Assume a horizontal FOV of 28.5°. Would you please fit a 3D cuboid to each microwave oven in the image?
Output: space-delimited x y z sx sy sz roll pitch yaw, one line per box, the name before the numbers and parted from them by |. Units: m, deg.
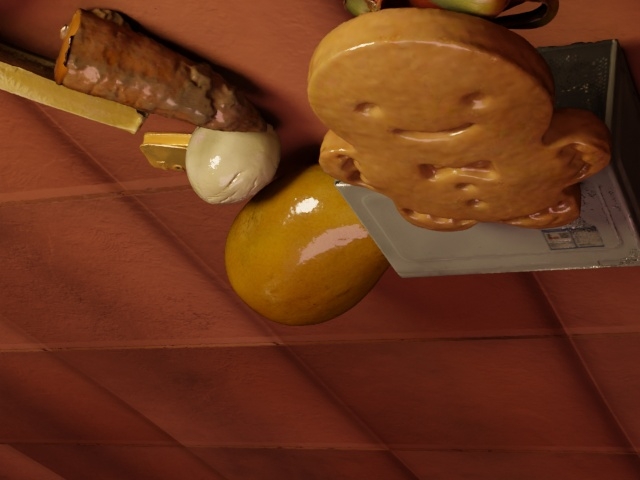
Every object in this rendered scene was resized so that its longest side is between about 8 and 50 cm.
microwave oven | 0.200 -0.090 1.381 0.295 0.181 0.237 -4 147 26

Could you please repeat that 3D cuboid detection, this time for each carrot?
carrot | -0.178 -0.178 1.453 0.263 0.102 0.102 20 151 -20

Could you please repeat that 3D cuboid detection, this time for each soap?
soap | -0.326 -0.191 1.489 0.252 0.092 0.037 20 109 -14

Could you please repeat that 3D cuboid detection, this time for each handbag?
handbag | -0.189 -0.115 1.645 0.083 0.027 0.061 4 152 18

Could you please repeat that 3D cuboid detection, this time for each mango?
mango | 0.000 0.000 1.642 0.211 0.173 0.317 24 143 -24

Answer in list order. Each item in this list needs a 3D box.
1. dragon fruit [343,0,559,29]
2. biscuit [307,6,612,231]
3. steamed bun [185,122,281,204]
dragon fruit | 0.091 -0.276 1.044 0.227 0.224 0.224 -8 148 18
biscuit | 0.120 -0.091 1.134 0.275 0.052 0.355 0 156 19
steamed bun | -0.116 -0.102 1.547 0.130 0.113 0.091 -6 150 41
